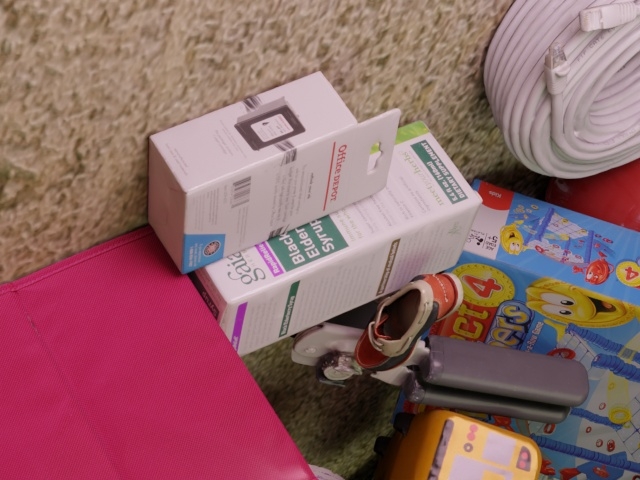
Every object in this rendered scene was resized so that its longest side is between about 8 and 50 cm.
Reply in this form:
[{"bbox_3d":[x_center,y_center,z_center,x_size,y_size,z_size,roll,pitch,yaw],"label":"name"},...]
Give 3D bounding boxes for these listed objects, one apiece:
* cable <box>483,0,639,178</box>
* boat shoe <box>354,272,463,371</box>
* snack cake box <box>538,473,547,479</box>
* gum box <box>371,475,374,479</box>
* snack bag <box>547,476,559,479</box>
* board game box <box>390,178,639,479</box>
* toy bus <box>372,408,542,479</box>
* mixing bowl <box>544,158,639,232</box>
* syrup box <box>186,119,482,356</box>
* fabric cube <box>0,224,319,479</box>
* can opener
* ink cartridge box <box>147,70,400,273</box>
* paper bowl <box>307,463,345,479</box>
[{"bbox_3d":[0.252,-0.157,1.386,0.257,0.089,0.257,-24,152,-22],"label":"cable"},{"bbox_3d":[0.063,0.069,1.380,0.043,0.049,0.137,-13,158,-40],"label":"boat shoe"},{"bbox_3d":[0.178,0.251,1.871,0.152,0.089,0.264,-7,125,-43],"label":"snack cake box"},{"bbox_3d":[0.085,0.324,1.953,0.184,0.041,0.157,-57,151,-1],"label":"gum box"},{"bbox_3d":[0.237,0.411,2.328,0.342,0.037,0.323,-7,141,-43],"label":"snack bag"},{"bbox_3d":[0.245,0.110,1.596,0.308,0.302,0.086,103,6,-52],"label":"board game box"},{"bbox_3d":[0.115,0.246,1.647,0.332,0.130,0.108,107,0,-75],"label":"toy bus"},{"bbox_3d":[0.311,-0.031,1.575,0.181,0.098,0.181,-12,126,-17],"label":"mixing bowl"},{"bbox_3d":[0.000,0.000,1.346,0.237,0.093,0.096,-21,151,-25],"label":"syrup box"},{"bbox_3d":[-0.178,0.194,1.280,0.259,0.258,0.254,-23,151,-22],"label":"fabric cube"},{"bbox_3d":[0.104,0.102,1.501,0.280,0.093,0.074,14,146,-15],"label":"can opener"},{"bbox_3d":[-0.036,-0.056,1.253,0.180,0.060,0.104,-23,150,-22],"label":"ink cartridge box"},{"bbox_3d":[-0.101,0.290,1.594,0.284,0.148,0.284,-11,148,-7],"label":"paper bowl"}]
